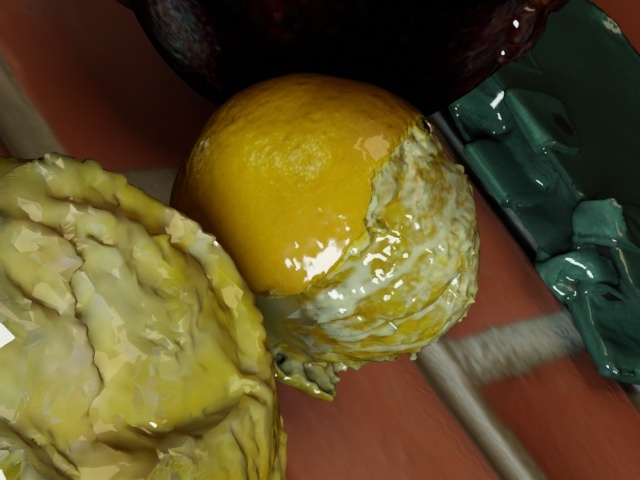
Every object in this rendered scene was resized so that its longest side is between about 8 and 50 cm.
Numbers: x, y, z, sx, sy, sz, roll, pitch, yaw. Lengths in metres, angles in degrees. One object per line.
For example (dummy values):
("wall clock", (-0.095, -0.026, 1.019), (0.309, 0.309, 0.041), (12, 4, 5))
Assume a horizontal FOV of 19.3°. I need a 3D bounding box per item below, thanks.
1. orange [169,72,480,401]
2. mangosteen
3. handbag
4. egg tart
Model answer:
("orange", (0.000, 0.000, 0.871), (0.156, 0.156, 0.134), (40, 67, -14))
("mangosteen", (0.007, -0.211, 1.015), (0.297, 0.297, 0.313), (14, 27, -48))
("handbag", (0.189, -0.047, 1.276), (0.238, 0.089, 0.326), (9, 45, -49))
("egg tart", (-0.093, 0.047, 0.727), (0.252, 0.098, 0.232), (45, 30, -12))
